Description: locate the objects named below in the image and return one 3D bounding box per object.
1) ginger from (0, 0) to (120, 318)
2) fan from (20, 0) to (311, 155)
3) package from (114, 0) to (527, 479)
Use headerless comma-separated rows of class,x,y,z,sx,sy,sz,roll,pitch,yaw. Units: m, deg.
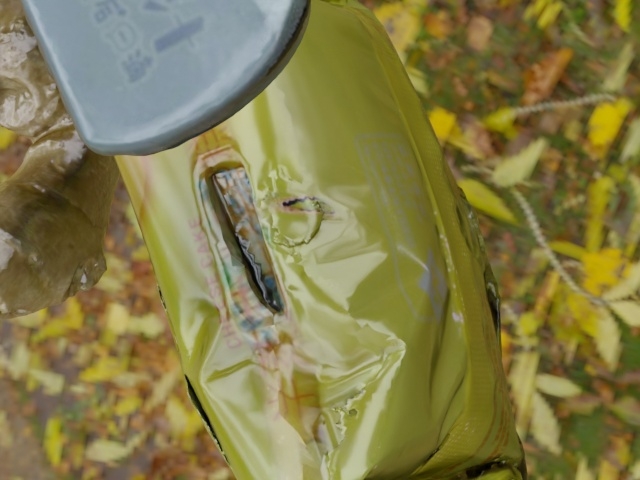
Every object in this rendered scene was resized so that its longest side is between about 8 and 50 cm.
ginger,-0.136,-0.058,0.817,0.059,0.133,0.214,-27,28,49
fan,-0.083,-0.138,0.405,0.057,0.023,0.282,-33,68,9
package,0.000,0.000,0.568,0.090,0.168,0.226,-21,79,22
